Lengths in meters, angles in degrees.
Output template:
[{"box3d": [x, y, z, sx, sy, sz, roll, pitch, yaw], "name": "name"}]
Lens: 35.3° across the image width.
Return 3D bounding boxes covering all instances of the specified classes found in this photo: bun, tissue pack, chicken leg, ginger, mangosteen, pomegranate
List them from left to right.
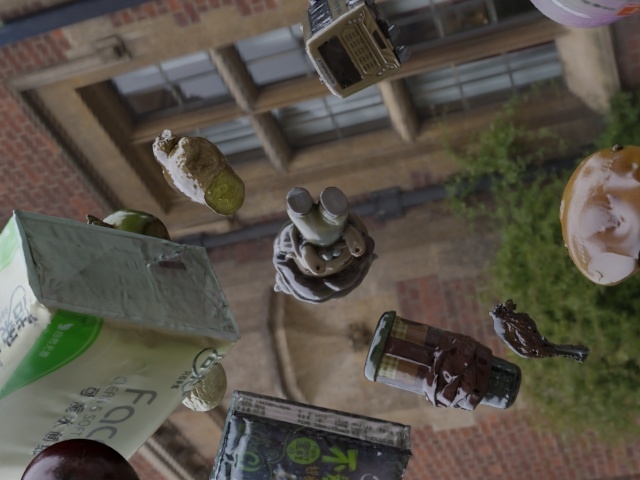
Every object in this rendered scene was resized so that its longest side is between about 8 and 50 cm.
[{"box3d": [-0.369, 0.177, 1.454, 0.331, 0.405, 0.205, 13, -140, -41], "name": "tissue pack"}, {"box3d": [-0.311, 0.346, 1.252, 0.200, 0.199, 0.200, -12, -90, -73], "name": "mangosteen"}, {"box3d": [-0.363, 0.011, 1.844, 0.205, 0.159, 0.159, 34, -134, -58], "name": "pomegranate"}, {"box3d": [-0.283, -0.156, 2.146, 0.123, 0.270, 0.219, -52, -53, -14], "name": "ginger"}, {"box3d": [-0.239, 0.278, 1.959, 0.069, 0.115, 0.115, -10, -92, -61], "name": "bun"}, {"box3d": [-0.017, 0.289, 1.285, 0.073, 0.235, 0.173, -85, 8, -57], "name": "tissue pack"}, {"box3d": [0.482, 0.219, 2.251, 0.253, 0.106, 0.051, 27, -148, -11], "name": "chicken leg"}]

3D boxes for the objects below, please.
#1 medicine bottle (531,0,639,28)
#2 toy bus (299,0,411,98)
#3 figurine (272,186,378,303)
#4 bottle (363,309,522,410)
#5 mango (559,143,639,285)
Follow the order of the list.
[{"box3d": [0.366, -0.385, 1.206, 0.388, 0.219, 0.219, -143, 41, -90], "name": "medicine bottle"}, {"box3d": [0.049, -0.354, 1.732, 0.139, 0.157, 0.289, 56, -169, -23], "name": "toy bus"}, {"box3d": [0.000, 0.000, 2.156, 0.380, 0.248, 0.203, 84, 164, -66], "name": "figurine"}, {"box3d": [0.220, 0.227, 1.790, 0.156, 0.271, 0.143, -57, -17, -65], "name": "bottle"}, {"box3d": [0.465, -0.039, 1.598, 0.136, 0.166, 0.236, -19, -58, -44], "name": "mango"}]
